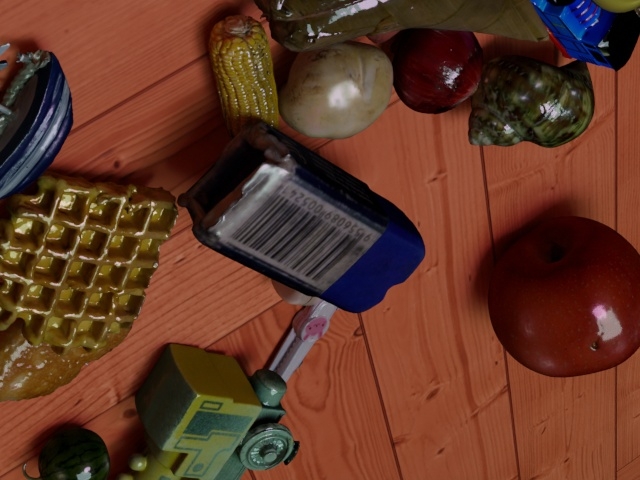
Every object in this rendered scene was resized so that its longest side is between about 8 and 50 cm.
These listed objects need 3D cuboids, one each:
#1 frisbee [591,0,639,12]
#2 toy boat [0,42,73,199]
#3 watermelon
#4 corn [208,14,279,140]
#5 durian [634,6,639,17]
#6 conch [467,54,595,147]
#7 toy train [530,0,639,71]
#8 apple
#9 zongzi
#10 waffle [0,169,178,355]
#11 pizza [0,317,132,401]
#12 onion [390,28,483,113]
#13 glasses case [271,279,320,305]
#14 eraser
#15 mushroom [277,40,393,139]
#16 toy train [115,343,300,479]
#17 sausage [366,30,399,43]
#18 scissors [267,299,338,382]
[{"bbox_3d":[0.390,-0.404,1.773,0.236,0.017,0.236,-14,111,-40],"label":"frisbee"},{"bbox_3d":[-0.365,-0.143,1.437,0.210,0.070,0.291,-37,142,-9],"label":"toy boat"},{"bbox_3d":[-0.336,0.306,1.913,0.109,0.109,0.109,-25,142,-21],"label":"watermelon"},{"bbox_3d":[-0.087,-0.178,1.651,0.072,0.072,0.203,-29,144,-16],"label":"corn"},{"bbox_3d":[0.452,-0.342,1.956,0.148,0.091,0.188,-40,147,-1],"label":"durian"},{"bbox_3d":[0.287,-0.184,1.934,0.181,0.124,0.187,-5,169,0],"label":"conch"},{"bbox_3d":[0.323,-0.306,1.831,0.204,0.131,0.083,32,85,-52],"label":"toy train"},{"bbox_3d":[0.395,0.090,2.227,0.260,0.260,0.216,-30,119,-15],"label":"apple"},{"bbox_3d":[0.099,-0.255,1.609,0.274,0.145,0.300,-41,121,-3],"label":"zongzi"},{"bbox_3d":[-0.299,0.029,1.646,0.219,0.057,0.229,10,111,-38],"label":"waffle"},{"bbox_3d":[-0.326,0.120,1.761,0.271,0.056,0.134,-42,142,-5],"label":"pizza"},{"bbox_3d":[0.144,-0.222,1.778,0.131,0.131,0.131,-25,142,-21],"label":"onion"},{"bbox_3d":[0.000,0.000,1.911,0.050,0.083,0.196,4,127,-45],"label":"glasses case"},{"bbox_3d":[-0.014,-0.022,1.738,0.155,0.101,0.332,-44,140,17],"label":"eraser"},{"bbox_3d":[0.018,-0.183,1.706,0.148,0.112,0.148,-23,142,-19],"label":"mushroom"},{"bbox_3d":[-0.198,0.326,2.033,0.237,0.150,0.369,15,118,-40],"label":"toy train"},{"bbox_3d":[0.107,-0.303,1.703,0.154,0.062,0.062,-42,145,1],"label":"sausage"},{"bbox_3d":[-0.013,0.119,2.069,0.118,0.030,0.242,14,116,-48],"label":"scissors"}]
